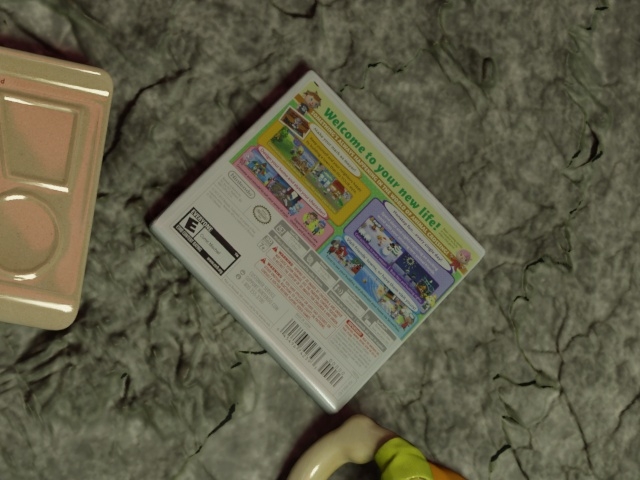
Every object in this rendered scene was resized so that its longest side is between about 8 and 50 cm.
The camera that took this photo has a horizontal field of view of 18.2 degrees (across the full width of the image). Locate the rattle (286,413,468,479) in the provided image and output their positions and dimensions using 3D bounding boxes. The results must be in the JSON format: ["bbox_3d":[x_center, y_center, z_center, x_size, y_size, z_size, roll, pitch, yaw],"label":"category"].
[{"bbox_3d":[0.020,0.245,1.567,0.130,0.143,0.200,31,86,23],"label":"rattle"}]

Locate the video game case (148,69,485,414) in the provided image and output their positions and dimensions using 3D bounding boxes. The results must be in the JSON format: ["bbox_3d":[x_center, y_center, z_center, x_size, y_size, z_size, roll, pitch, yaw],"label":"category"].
[{"bbox_3d":[0.000,0.000,1.612,0.212,0.023,0.193,46,70,-4],"label":"video game case"}]

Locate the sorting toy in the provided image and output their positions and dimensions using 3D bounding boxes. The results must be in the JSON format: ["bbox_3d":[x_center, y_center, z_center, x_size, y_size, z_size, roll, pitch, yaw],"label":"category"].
[{"bbox_3d":[-0.268,-0.047,1.530,0.193,0.038,0.208,11,80,-16],"label":"sorting toy"}]
